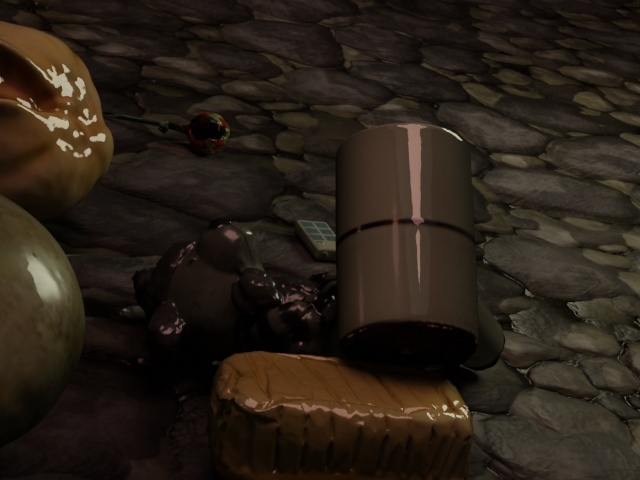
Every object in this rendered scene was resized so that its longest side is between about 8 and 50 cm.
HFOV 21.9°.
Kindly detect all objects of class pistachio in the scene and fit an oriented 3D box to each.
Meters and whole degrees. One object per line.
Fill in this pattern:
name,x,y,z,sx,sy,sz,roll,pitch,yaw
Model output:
pistachio,-0.379,-0.129,1.767,0.321,0.238,0.229,14,55,-16

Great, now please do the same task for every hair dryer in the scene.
hair dryer,0.116,0.051,1.594,0.128,0.203,0.362,-9,-24,17

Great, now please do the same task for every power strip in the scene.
power strip,0.000,0.000,1.929,0.040,0.016,0.090,4,24,-22

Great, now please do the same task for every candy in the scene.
candy,-0.205,-0.150,2.152,0.185,0.055,0.049,11,-23,19

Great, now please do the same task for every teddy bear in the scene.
teddy bear,-0.078,0.064,1.570,0.251,0.144,0.171,16,24,8

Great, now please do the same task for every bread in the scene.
bread,0.014,0.167,1.425,0.236,0.106,0.140,7,20,-14

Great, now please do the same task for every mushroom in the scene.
mushroom,-0.350,0.086,1.229,0.352,0.260,0.352,-13,16,4
